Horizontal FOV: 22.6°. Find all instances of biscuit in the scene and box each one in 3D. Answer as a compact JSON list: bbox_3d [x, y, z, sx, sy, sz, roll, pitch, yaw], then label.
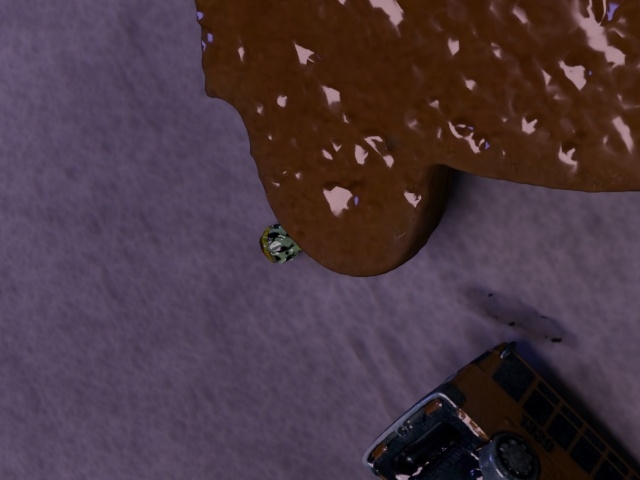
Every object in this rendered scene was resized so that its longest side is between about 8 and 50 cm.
[{"bbox_3d":[0.102,-0.162,0.822,0.394,0.076,0.368,-2,110,32],"label":"biscuit"}]

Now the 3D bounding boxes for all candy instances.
[{"bbox_3d":[0.000,0.000,1.000,0.083,0.025,0.023,-5,136,27],"label":"candy"}]

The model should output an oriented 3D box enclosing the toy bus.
[{"bbox_3d":[0.125,0.149,0.925,0.182,0.103,0.091,45,129,2],"label":"toy bus"}]
